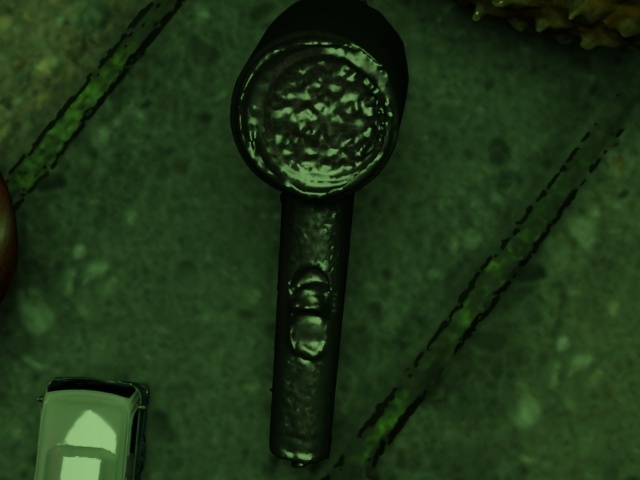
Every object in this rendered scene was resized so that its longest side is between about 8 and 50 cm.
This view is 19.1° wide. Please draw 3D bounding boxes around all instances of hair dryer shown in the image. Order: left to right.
[{"bbox_3d":[0.000,0.000,1.019,0.089,0.197,0.251,3,101,1],"label":"hair dryer"}]

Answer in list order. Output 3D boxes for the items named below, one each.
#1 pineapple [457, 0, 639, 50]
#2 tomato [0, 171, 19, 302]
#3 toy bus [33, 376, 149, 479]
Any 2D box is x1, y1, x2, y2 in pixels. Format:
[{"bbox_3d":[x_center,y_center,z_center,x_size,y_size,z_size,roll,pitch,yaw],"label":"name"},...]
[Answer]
[{"bbox_3d":[0.050,-0.207,1.055,0.340,0.169,0.169,14,80,10],"label":"pineapple"},{"bbox_3d":[-0.239,0.003,1.014,0.167,0.167,0.167,0,80,-1],"label":"tomato"},{"bbox_3d":[-0.127,0.133,1.026,0.060,0.075,0.123,5,80,0],"label":"toy bus"}]
